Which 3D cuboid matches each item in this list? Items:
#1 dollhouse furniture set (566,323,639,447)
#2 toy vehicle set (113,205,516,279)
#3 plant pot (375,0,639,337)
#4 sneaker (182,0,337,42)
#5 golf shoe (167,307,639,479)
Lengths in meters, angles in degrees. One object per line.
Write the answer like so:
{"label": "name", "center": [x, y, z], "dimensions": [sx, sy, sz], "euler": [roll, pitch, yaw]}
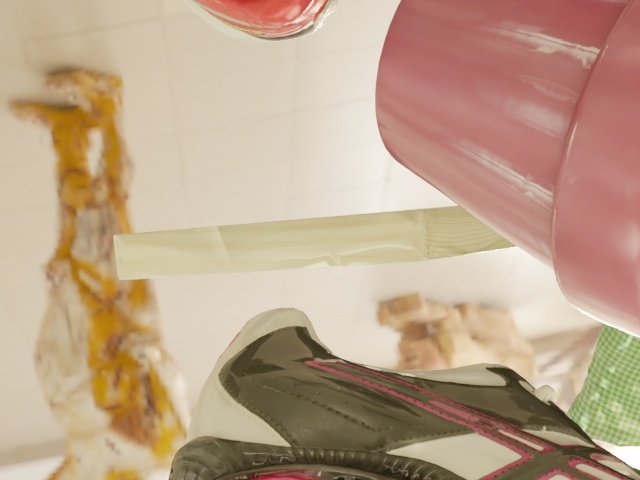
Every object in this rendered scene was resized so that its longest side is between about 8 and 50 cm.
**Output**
{"label": "dollhouse furniture set", "center": [0.385, 0.125, 1.185], "dimensions": [0.301, 0.151, 0.198], "euler": [2, 120, -12]}
{"label": "toy vehicle set", "center": [0.000, 0.000, 1.081], "dimensions": [0.266, 0.035, 0.166], "euler": [-4, -179, 31]}
{"label": "plant pot", "center": [0.136, -0.069, 0.721], "dimensions": [0.180, 0.201, 0.201], "euler": [23, -179, 31]}
{"label": "sneaker", "center": [-0.099, -0.207, 0.723], "dimensions": [0.107, 0.279, 0.118], "euler": [-53, -174, 6]}
{"label": "golf shoe", "center": [0.086, 0.098, 0.467], "dimensions": [0.272, 0.120, 0.105], "euler": [20, 132, -12]}
